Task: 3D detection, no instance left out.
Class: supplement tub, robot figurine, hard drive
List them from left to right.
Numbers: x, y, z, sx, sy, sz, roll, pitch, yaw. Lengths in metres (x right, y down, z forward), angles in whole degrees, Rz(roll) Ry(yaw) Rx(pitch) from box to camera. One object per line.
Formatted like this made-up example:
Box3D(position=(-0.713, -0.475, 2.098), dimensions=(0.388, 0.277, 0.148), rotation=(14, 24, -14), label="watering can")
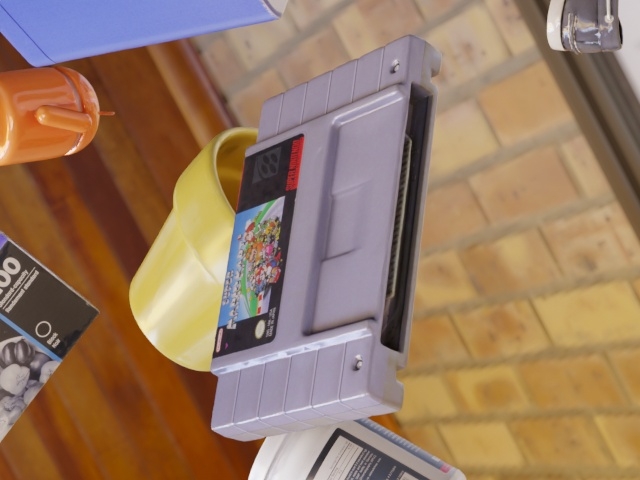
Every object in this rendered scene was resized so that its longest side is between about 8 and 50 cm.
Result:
Box3D(position=(-0.390, -0.168, 2.017), dimensions=(0.219, 0.128, 0.158), rotation=(-14, 162, -44), label="robot figurine")
Box3D(position=(-0.217, -0.271, 1.452), dimensions=(0.319, 0.210, 0.040), rotation=(-6, -129, 33), label="hard drive")
Box3D(position=(0.054, 0.354, 2.132), dimensions=(0.191, 0.272, 0.191), rotation=(-55, 165, -23), label="supplement tub")

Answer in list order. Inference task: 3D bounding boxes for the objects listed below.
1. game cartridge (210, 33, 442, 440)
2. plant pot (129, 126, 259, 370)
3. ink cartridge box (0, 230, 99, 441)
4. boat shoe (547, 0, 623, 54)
Box3D(position=(0.000, 0.000, 1.388), dimensions=(0.230, 0.355, 0.068), rotation=(-16, 147, 43), label="game cartridge")
Box3D(position=(-0.102, 0.030, 1.827), dimensions=(0.239, 0.254, 0.254), rotation=(-44, 175, 29), label="plant pot")
Box3D(position=(-0.385, 0.098, 1.670), dimensions=(0.206, 0.208, 0.045), rotation=(-53, -149, -9), label="ink cartridge box")
Box3D(position=(0.249, -0.247, 1.236), dimensions=(0.065, 0.206, 0.075), rotation=(15, 167, 28), label="boat shoe")
